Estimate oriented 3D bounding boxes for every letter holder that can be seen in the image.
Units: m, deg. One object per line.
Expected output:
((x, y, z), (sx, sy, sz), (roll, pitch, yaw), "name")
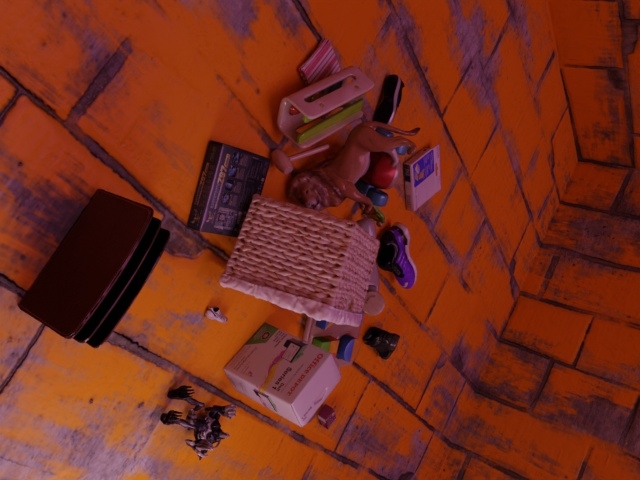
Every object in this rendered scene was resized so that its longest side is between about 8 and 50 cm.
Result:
((-0.443, 0.072, 1.272), (0.302, 0.214, 0.152), (-61, 142, -15), "letter holder")

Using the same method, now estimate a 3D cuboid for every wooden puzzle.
((0.065, 0.314, 2.133), (0.347, 0.080, 0.323), (2, 102, -52), "wooden puzzle")

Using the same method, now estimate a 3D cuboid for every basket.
((-0.037, 0.064, 1.646), (0.267, 0.331, 0.328), (-71, 160, -5), "basket")

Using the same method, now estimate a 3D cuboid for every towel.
((0.010, -0.478, 1.791), (0.144, 0.029, 0.197), (-55, 143, -21), "towel")

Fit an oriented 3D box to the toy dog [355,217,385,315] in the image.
((0.116, 0.104, 2.030), (0.220, 0.160, 0.334), (103, -18, -63), "toy dog")

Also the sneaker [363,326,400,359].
((0.237, 0.405, 2.399), (0.227, 0.130, 0.087), (89, 26, -68), "sneaker")

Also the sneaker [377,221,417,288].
((0.280, 0.084, 2.310), (0.146, 0.102, 0.294), (-38, 127, -32), "sneaker")

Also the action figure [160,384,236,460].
((-0.321, 0.517, 1.674), (0.276, 0.140, 0.164), (54, 50, -45), "action figure")

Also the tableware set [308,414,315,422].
((-0.027, 0.574, 2.171), (0.141, 0.020, 0.169), (-42, 135, -33), "tableware set")

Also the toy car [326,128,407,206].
((0.121, -0.256, 1.931), (0.237, 0.210, 0.219), (11, 111, -25), "toy car")

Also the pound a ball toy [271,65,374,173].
((-0.017, -0.353, 1.714), (0.319, 0.136, 0.208), (-34, 160, -33), "pound a ball toy")

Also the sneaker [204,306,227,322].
((-0.286, 0.206, 1.680), (0.083, 0.031, 0.037), (27, 83, -53), "sneaker")

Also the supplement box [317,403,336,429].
((0.024, 0.658, 2.239), (0.055, 0.043, 0.083), (-45, 146, -30), "supplement box")

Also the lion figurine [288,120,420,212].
((0.096, -0.230, 1.780), (0.240, 0.142, 0.392), (33, 100, -13), "lion figurine")

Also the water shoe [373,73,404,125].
((0.245, -0.461, 2.056), (0.080, 0.072, 0.203), (14, 93, -56), "water shoe")

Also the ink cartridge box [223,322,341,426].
((-0.110, 0.388, 1.773), (0.201, 0.278, 0.117), (-47, 137, -30), "ink cartridge box")

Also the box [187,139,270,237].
((-0.238, -0.128, 1.583), (0.183, 0.059, 0.233), (9, 98, -53), "box")

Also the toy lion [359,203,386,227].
((0.181, -0.103, 2.102), (0.034, 0.100, 0.096), (-49, 156, -25), "toy lion")

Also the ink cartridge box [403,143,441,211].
((0.403, -0.250, 2.366), (0.208, 0.045, 0.207), (-36, 130, -37), "ink cartridge box")
